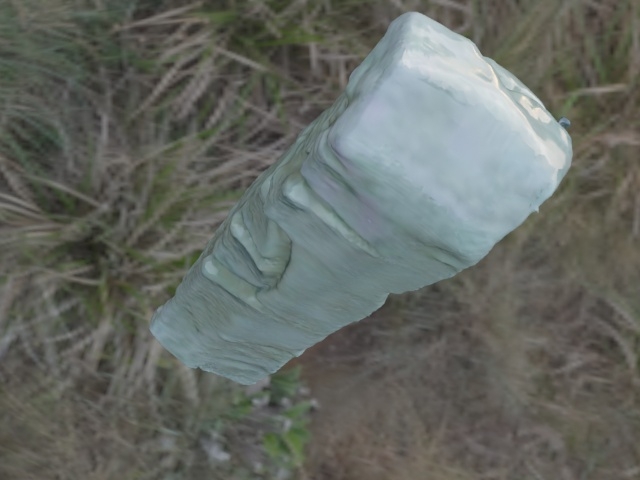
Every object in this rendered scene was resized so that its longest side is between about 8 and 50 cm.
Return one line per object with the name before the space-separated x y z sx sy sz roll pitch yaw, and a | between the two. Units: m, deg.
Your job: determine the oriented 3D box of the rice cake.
rice cake | 0.000 0.000 0.553 0.066 0.336 0.063 34 70 -5
